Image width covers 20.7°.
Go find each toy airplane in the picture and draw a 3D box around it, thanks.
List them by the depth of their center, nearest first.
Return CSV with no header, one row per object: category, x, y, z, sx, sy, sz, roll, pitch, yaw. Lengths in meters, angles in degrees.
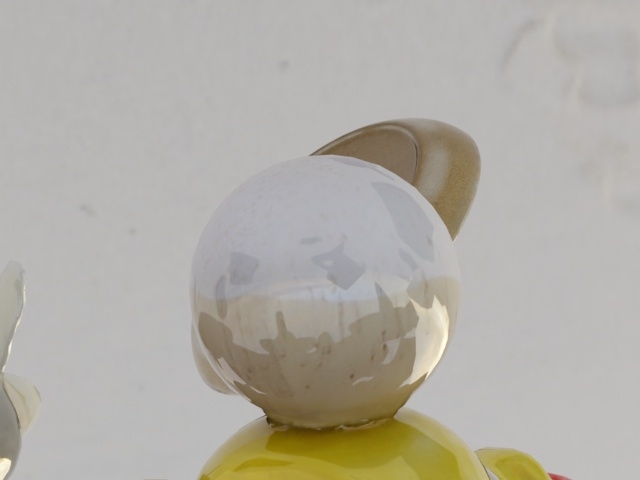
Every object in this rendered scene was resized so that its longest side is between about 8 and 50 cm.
toy airplane,-0.026,0.104,0.522,0.386,0.272,0.384,7,173,-10

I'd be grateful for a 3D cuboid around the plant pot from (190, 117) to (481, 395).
plant pot,0.000,0.000,1.141,0.236,0.236,0.032,-19,123,40
